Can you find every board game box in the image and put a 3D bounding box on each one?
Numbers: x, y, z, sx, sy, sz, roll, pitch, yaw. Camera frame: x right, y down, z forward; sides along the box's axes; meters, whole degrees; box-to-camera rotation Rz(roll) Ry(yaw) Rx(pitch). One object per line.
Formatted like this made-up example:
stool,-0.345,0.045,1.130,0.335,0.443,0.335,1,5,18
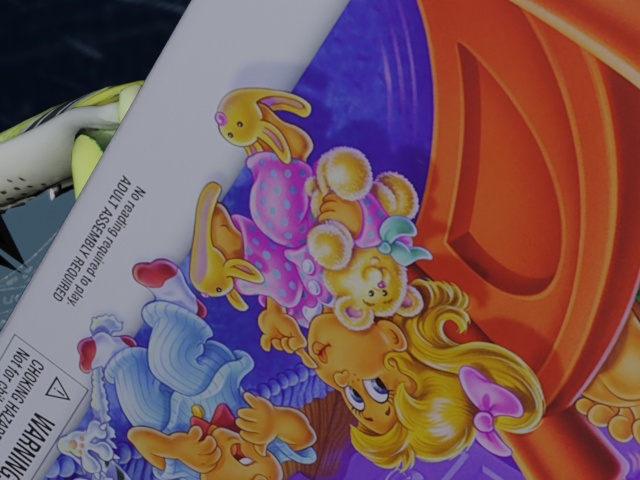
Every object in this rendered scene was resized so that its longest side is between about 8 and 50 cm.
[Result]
board game box,0.063,0.019,0.401,0.233,0.078,0.347,37,123,3

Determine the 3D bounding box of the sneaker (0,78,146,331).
sneaker,0.000,0.000,0.551,0.384,0.147,0.145,-18,74,20
